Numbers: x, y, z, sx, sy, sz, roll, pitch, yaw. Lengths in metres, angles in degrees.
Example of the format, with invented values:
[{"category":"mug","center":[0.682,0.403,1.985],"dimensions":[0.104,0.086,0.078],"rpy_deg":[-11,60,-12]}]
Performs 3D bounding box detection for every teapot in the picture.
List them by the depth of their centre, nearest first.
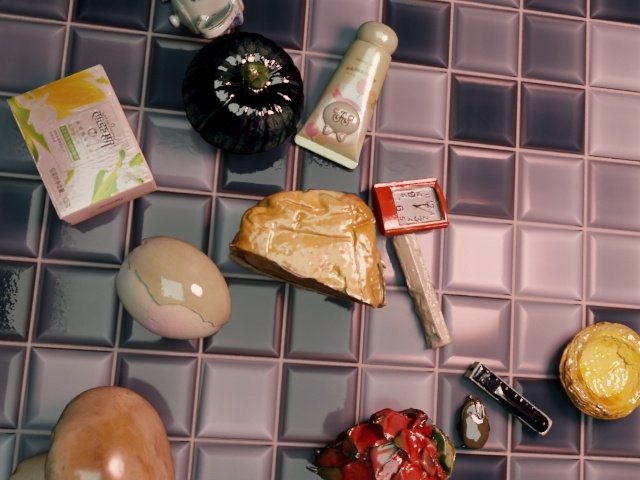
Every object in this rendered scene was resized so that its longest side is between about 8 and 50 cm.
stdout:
[{"category":"teapot","center":[-0.247,-0.482,1.405],"dimensions":[0.159,0.159,0.232],"rpy_deg":[-33,50,-11]}]

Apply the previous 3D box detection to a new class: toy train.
[{"category":"toy train","center":[0.400,0.336,1.450],"dimensions":[0.207,0.047,0.043],"rpy_deg":[39,80,-3]}]

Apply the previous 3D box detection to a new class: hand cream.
[{"category":"hand cream","center":[0.069,-0.319,1.475],"dimensions":[0.147,0.093,0.306],"rpy_deg":[24,89,-5]}]

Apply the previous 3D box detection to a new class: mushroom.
[{"category":"mushroom","center":[-0.417,0.421,1.222],"dimensions":[0.289,0.292,0.293],"rpy_deg":[-20,86,7]}]

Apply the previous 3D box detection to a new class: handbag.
[{"category":"handbag","center":[0.322,0.380,1.432],"dimensions":[0.072,0.047,0.111],"rpy_deg":[1,83,-3]}]

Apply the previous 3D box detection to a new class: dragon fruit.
[{"category":"dragon fruit","center":[0.114,0.428,1.332],"dimensions":[0.292,0.233,0.234],"rpy_deg":[-2,81,28]}]

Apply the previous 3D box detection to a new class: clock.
[{"category":"clock","center":[0.191,-0.069,1.463],"dimensions":[0.154,0.061,0.113],"rpy_deg":[-7,72,-13]}]

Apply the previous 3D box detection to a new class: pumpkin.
[{"category":"pumpkin","center":[-0.144,-0.297,1.353],"dimensions":[0.247,0.248,0.248],"rpy_deg":[1,83,-8]}]

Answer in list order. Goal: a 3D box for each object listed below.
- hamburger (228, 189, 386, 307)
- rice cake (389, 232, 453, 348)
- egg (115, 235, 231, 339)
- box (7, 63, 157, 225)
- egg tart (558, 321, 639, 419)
[{"category":"hamburger","center":[0.001,-0.003,1.378],"dimensions":[0.329,0.162,0.209],"rpy_deg":[22,78,-3]},{"category":"rice cake","center":[0.213,0.104,1.452],"dimensions":[0.057,0.052,0.256],"rpy_deg":[-20,86,16]},{"category":"egg","center":[-0.272,0.099,1.311],"dimensions":[0.217,0.183,0.183],"rpy_deg":[33,79,7]},{"category":"box","center":[-0.467,-0.187,1.359],"dimensions":[0.194,0.111,0.261],"rpy_deg":[-25,85,-11]},{"category":"egg tart","center":[0.604,0.277,1.466],"dimensions":[0.212,0.090,0.213],"rpy_deg":[1,84,-10]}]
